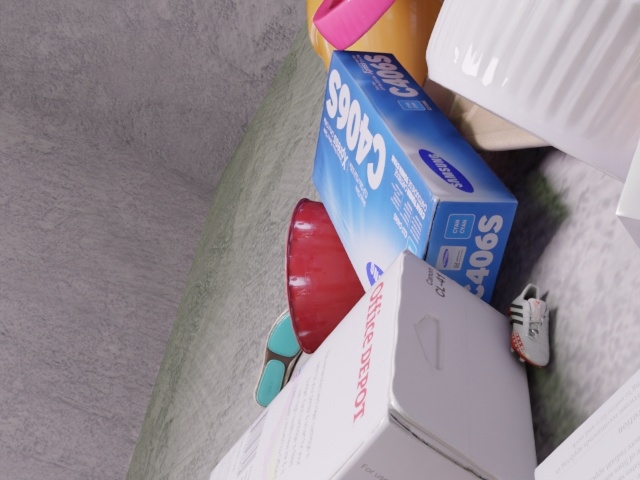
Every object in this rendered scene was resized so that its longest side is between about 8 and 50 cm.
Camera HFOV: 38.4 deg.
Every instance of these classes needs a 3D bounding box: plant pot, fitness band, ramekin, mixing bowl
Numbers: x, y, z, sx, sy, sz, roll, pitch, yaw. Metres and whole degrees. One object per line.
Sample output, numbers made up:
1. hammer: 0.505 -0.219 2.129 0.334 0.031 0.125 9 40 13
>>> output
1. plant pot: 0.086 -0.242 1.202 0.205 0.205 0.188 132 142 -55
2. fitness band: 0.093 -0.312 1.001 0.209 0.054 0.291 -32 20 39
3. ramekin: 0.166 -0.112 0.582 0.109 0.207 0.207 -62 14 12
4. mixing bowl: 0.031 0.038 1.051 0.181 0.098 0.181 -3 -90 -75

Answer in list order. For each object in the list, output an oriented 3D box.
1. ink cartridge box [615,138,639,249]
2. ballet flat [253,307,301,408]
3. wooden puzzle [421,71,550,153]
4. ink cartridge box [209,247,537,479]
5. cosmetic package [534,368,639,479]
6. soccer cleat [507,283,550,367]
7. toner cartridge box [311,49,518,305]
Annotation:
1. ink cartridge box: 0.193 -0.036 0.431 0.061 0.181 0.104 15 80 33
2. ballet flat: -0.061 0.170 1.380 0.052 0.057 0.168 -100 34 -84
3. wooden puzzle: 0.226 -0.222 0.841 0.322 0.080 0.348 -68 18 -2
4. ink cartridge box: 0.019 0.192 0.714 0.306 0.131 0.226 -50 12 26
5. cosmetic package: 0.169 0.170 0.389 0.231 0.085 0.117 -87 22 -50
6. soccer cleat: 0.163 0.065 0.707 0.083 0.029 0.036 -82 14 -61
7. toner cartridge box: 0.074 -0.051 0.906 0.348 0.075 0.165 -115 28 -56
